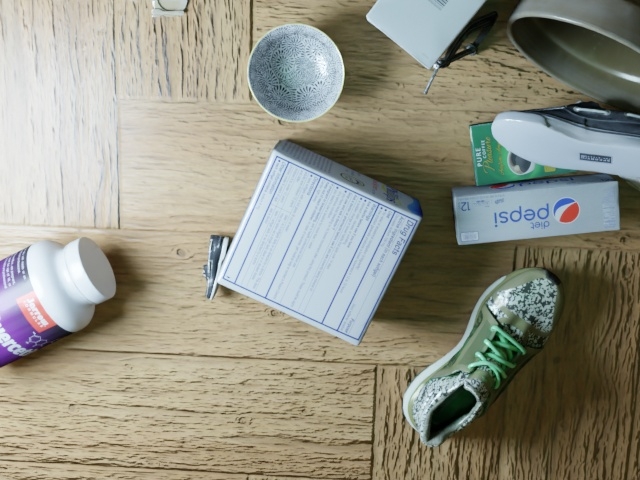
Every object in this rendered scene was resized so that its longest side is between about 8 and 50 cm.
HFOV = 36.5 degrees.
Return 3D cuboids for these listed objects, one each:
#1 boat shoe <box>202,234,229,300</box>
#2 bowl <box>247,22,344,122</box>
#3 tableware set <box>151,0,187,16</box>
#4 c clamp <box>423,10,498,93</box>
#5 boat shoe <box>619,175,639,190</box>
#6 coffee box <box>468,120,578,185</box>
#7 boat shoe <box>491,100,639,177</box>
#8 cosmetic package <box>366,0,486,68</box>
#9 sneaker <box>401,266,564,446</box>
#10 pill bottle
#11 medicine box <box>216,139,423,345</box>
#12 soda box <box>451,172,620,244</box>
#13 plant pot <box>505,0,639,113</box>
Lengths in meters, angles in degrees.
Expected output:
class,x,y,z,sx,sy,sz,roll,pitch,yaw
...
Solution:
class,x,y,z,sx,sy,sz,roll,pitch,yaw
boat shoe,-0.203,0.050,1.827,0.038,0.046,0.125,14,102,0
bowl,-0.040,-0.298,1.706,0.170,0.080,0.170,1,105,3
tableware set,-0.294,-0.481,1.706,0.141,0.020,0.169,16,106,0
c clamp,0.242,-0.330,1.656,0.022,0.160,0.137,42,136,15
boat shoe,0.574,-0.129,1.705,0.267,0.088,0.096,36,105,-6
coffee box,0.362,-0.166,1.735,0.184,0.040,0.113,-9,103,6
boat shoe,0.448,-0.189,1.653,0.301,0.102,0.108,11,150,19
cosmetic package,0.196,-0.414,1.584,0.138,0.225,0.224,38,104,-7
sneaker,0.308,0.233,1.771,0.158,0.182,0.410,35,104,-5
pill bottle,-0.551,0.116,1.798,0.322,0.181,0.182,-25,102,10
medicine box,0.000,0.000,1.747,0.289,0.149,0.264,24,105,-3
soda box,0.381,-0.058,1.733,0.286,0.098,0.091,-6,103,5
plant pot,0.504,-0.395,1.554,0.323,0.323,0.280,29,87,-4
